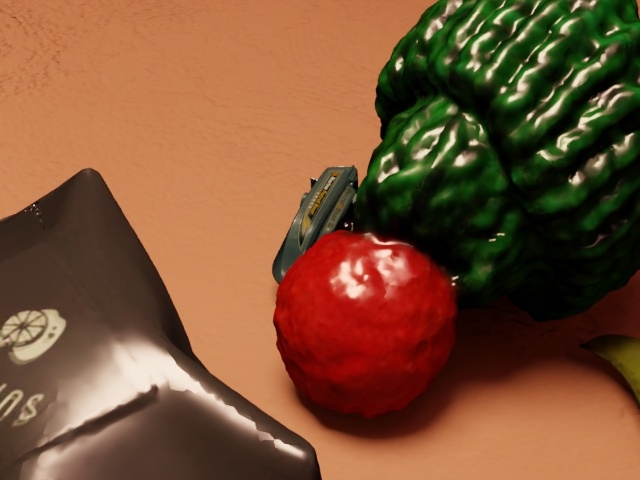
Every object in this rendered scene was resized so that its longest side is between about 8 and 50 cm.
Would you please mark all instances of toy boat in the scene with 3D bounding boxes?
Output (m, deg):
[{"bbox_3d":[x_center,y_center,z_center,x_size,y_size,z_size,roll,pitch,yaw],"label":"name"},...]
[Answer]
[{"bbox_3d":[0.000,0.000,1.060,0.060,0.055,0.141,10,36,15],"label":"toy boat"}]

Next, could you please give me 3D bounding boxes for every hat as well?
[{"bbox_3d":[0.091,-0.023,0.983,0.332,0.274,0.242,-42,57,-14],"label":"hat"}]

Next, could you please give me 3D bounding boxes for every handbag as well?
[{"bbox_3d":[-0.192,0.114,0.818,0.288,0.152,0.342,-26,46,-20],"label":"handbag"}]

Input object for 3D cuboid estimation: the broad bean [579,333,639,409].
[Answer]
[{"bbox_3d":[0.276,0.156,0.892,0.077,0.061,0.339,-9,40,-31],"label":"broad bean"}]
